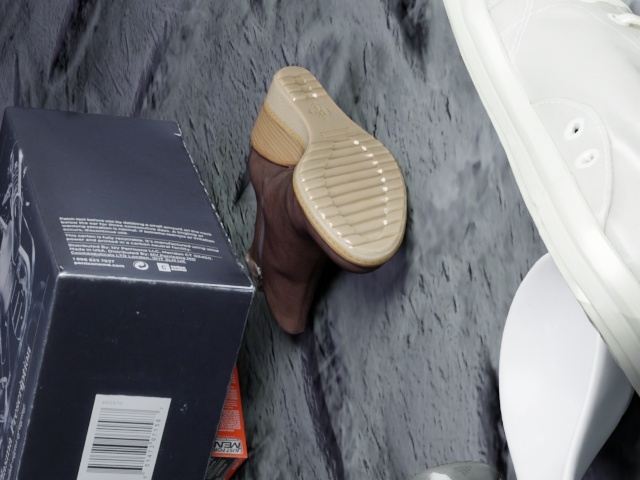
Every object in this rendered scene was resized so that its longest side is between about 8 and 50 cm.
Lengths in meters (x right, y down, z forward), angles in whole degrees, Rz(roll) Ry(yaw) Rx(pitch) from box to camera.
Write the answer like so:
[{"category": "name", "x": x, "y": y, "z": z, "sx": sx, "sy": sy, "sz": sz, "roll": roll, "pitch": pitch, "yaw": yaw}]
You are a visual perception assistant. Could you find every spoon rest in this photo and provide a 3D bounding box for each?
[{"category": "spoon rest", "x": 0.160, "y": 0.127, "z": 1.209, "sx": 0.137, "sy": 0.084, "sz": 0.276, "roll": 120, "pitch": 146, "yaw": -43}]

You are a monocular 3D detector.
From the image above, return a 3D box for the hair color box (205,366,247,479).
[{"category": "hair color box", "x": -0.106, "y": 0.153, "z": 1.861, "sx": 0.072, "sy": 0.043, "sz": 0.141, "roll": 127, "pitch": 142, "yaw": -52}]

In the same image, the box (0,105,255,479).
[{"category": "box", "x": -0.215, "y": 0.100, "z": 1.844, "sx": 0.312, "sy": 0.179, "sz": 0.343, "roll": -118, "pitch": 38, "yaw": -56}]

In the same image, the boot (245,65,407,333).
[{"category": "boot", "x": 0.000, "y": 0.000, "z": 1.636, "sx": 0.248, "sy": 0.090, "sz": 0.207, "roll": -115, "pitch": 26, "yaw": -47}]

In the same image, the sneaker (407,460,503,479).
[{"category": "sneaker", "x": 0.094, "y": 0.291, "z": 1.328, "sx": 0.162, "sy": 0.106, "sz": 0.281, "roll": -119, "pitch": 30, "yaw": -45}]

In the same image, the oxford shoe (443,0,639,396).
[{"category": "oxford shoe", "x": 0.173, "y": -0.071, "z": 1.183, "sx": 0.130, "sy": 0.169, "sz": 0.449, "roll": -32, "pitch": 33, "yaw": 9}]
